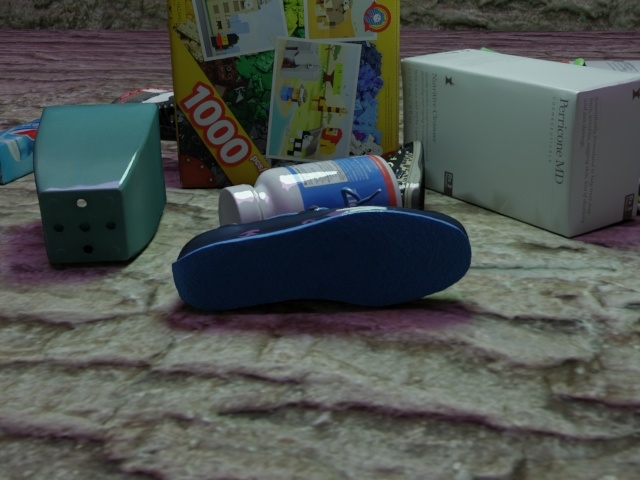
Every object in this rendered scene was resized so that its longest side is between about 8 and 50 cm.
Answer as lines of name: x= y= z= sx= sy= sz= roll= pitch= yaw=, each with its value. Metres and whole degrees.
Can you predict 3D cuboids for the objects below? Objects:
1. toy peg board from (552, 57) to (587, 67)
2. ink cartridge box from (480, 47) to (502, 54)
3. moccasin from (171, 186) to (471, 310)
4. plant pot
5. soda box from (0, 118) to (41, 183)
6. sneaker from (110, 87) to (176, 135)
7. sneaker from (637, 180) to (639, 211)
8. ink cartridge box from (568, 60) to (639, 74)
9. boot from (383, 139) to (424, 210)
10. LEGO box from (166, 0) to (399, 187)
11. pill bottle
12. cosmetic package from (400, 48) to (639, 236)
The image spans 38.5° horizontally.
toy peg board: x=0.458 y=-0.294 z=1.824 sx=0.160 sy=0.079 sz=0.161 roll=15 pitch=70 yaw=38
ink cartridge box: x=0.345 y=-0.238 z=1.639 sx=0.212 sy=0.093 sz=0.154 roll=28 pitch=61 yaw=24
moccasin: x=0.000 y=0.000 z=1.069 sx=0.341 sy=0.138 sz=0.117 roll=-1 pitch=21 yaw=-1
plant pot: x=-0.310 y=-0.071 z=1.264 sx=0.165 sy=0.166 sz=0.234 roll=-2 pitch=28 yaw=-3
soda box: x=-0.541 y=-0.164 z=1.659 sx=0.067 sy=0.071 sz=0.210 roll=5 pitch=20 yaw=17
sneaker: x=-0.300 y=-0.260 z=1.874 sx=0.276 sy=0.098 sz=0.135 roll=-4 pitch=17 yaw=-13
sneaker: x=0.561 y=-0.091 z=1.315 sx=0.300 sy=0.121 sz=0.111 roll=15 pitch=25 yaw=39
ink cartridge box: x=0.663 y=-0.314 z=1.951 sx=0.272 sy=0.114 sz=0.197 roll=2 pitch=20 yaw=7
boot: x=0.071 y=-0.096 z=1.407 sx=0.178 sy=0.085 sz=0.236 roll=-1 pitch=23 yaw=6
LEGO box: x=-0.056 y=-0.354 z=1.532 sx=0.372 sy=0.500 sz=0.193 roll=-2 pitch=19 yaw=1
pill bottle: x=-0.015 y=-0.039 z=1.201 sx=0.221 sy=0.124 sz=0.124 roll=-11 pitch=22 yaw=-23
cosmetic package: x=0.297 y=-0.165 z=1.408 sx=0.156 sy=0.217 sz=0.385 roll=-14 pitch=21 yaw=-28
